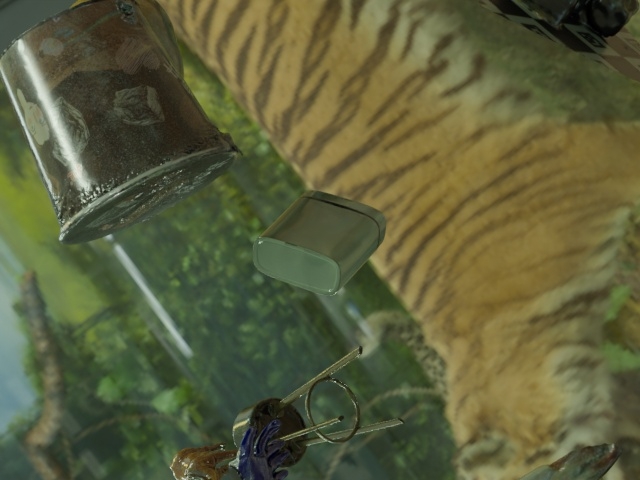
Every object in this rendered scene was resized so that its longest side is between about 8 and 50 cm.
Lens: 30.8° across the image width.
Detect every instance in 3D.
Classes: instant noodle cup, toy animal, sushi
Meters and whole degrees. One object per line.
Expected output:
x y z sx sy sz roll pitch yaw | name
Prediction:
-0.227 -0.132 1.256 0.207 0.217 0.217 62 165 5 | instant noodle cup
-0.198 0.425 2.123 0.224 0.230 0.066 -1 94 32 | toy animal
0.220 -0.236 1.052 0.220 0.047 0.231 20 -150 -22 | sushi

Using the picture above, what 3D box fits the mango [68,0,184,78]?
-0.260 -0.197 1.496 0.193 0.146 0.316 44 -146 -41 | mango

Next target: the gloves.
-0.058 0.214 1.148 0.026 0.086 0.064 -10 96 37 | gloves

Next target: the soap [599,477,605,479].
0.313 0.474 1.744 0.091 0.315 0.199 49 137 32 | soap

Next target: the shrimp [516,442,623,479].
0.291 0.302 1.197 0.247 0.360 0.085 43 -168 -21 | shrimp

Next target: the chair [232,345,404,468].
-0.006 0.220 1.415 0.095 0.104 0.221 42 138 -22 | chair

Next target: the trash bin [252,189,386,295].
0.000 0.000 1.371 0.116 0.130 0.059 17 124 20 | trash bin
